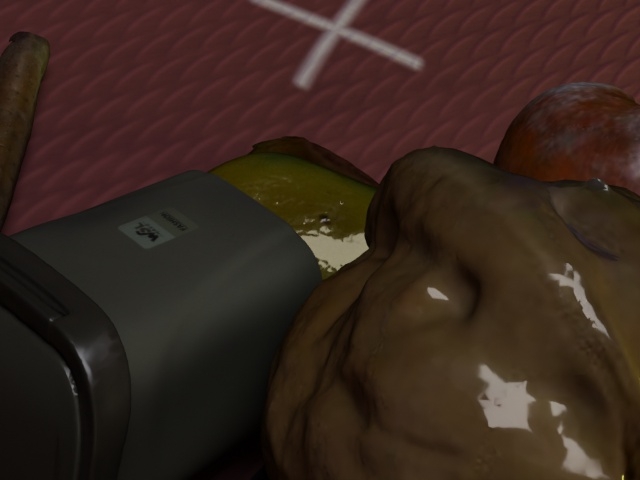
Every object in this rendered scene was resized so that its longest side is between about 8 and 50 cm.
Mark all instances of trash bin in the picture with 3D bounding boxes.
[{"bbox_3d":[-0.144,0.082,1.339,0.250,0.219,0.220,-27,49,-37],"label":"trash bin"}]

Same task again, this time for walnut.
[{"bbox_3d":[0.131,0.114,1.240,0.384,0.383,0.383,7,52,-9],"label":"walnut"}]

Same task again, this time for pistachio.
[{"bbox_3d":[0.009,-0.037,1.568,0.173,0.049,0.089,32,55,12],"label":"pistachio"}]

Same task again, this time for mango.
[{"bbox_3d":[-0.004,0.005,1.477,0.237,0.091,0.137,19,64,15],"label":"mango"}]

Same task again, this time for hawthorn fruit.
[{"bbox_3d":[0.252,-0.002,1.495,0.235,0.263,0.231,-2,15,23],"label":"hawthorn fruit"}]

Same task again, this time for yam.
[{"bbox_3d":[-0.269,-0.071,1.530,0.046,0.046,0.264,12,51,-4],"label":"yam"}]

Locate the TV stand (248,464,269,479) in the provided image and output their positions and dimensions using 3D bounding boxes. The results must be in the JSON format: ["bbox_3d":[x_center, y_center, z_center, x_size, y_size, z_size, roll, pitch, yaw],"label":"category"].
[{"bbox_3d":[0.028,0.129,1.447,0.040,0.049,0.256,37,54,14],"label":"TV stand"}]
